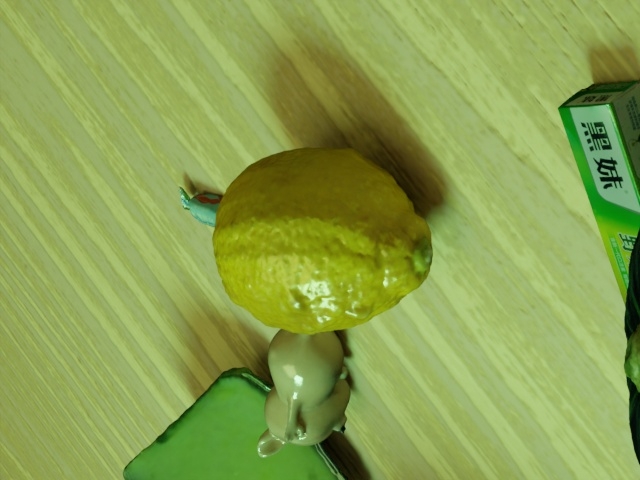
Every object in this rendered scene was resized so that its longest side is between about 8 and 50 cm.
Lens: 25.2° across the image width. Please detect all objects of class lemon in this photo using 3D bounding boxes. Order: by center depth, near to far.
[{"bbox_3d":[0.000,0.000,1.074,0.187,0.142,0.142,4,124,32],"label":"lemon"}]

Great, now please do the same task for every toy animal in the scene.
[{"bbox_3d":[-0.014,0.125,1.274,0.089,0.083,0.150,45,138,40],"label":"toy animal"}]

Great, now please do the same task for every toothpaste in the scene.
[{"bbox_3d":[0.200,-0.012,0.892,0.043,0.037,0.178,5,123,53],"label":"toothpaste"}]

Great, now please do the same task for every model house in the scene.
[{"bbox_3d":[-0.064,0.244,1.432,0.194,0.170,0.211,43,175,7],"label":"model house"}]

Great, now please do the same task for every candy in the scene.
[{"bbox_3d":[-0.101,-0.030,1.298,0.083,0.020,0.030,20,138,41],"label":"candy"}]

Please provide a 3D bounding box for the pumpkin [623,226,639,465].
[{"bbox_3d":[0.273,0.053,0.712,0.248,0.248,0.248,34,143,31],"label":"pumpkin"}]
